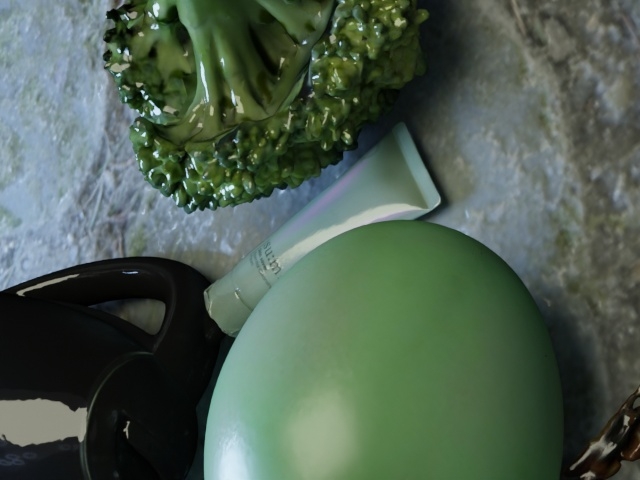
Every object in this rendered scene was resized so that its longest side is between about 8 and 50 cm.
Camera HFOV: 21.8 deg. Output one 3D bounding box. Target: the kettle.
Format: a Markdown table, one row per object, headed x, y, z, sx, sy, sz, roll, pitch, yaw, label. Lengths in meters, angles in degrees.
| x | y | z | sx | sy | sz | roll | pitch | yaw | label |
| --- | --- | --- | --- | --- | --- | --- | --- | --- | --- |
| -0.210 | 0.116 | 1.303 | 0.290 | 0.207 | 0.268 | -2 | 48 | 37 | kettle |

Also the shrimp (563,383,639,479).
| x | y | z | sx | sy | sz | roll | pitch | yaw | label |
| --- | --- | --- | --- | --- | --- | --- | --- | --- | --- |
| 0.234 | 0.040 | 0.989 | 0.262 | 0.066 | 0.117 | -45 | 35 | 6 | shrimp |

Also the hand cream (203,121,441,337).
| x | y | z | sx | sy | sz | roll | pitch | yaw | label |
| --- | --- | --- | --- | --- | --- | --- | --- | --- | --- |
| 0.000 | 0.000 | 1.229 | 0.205 | 0.050 | 0.078 | -38 | 54 | 23 | hand cream |

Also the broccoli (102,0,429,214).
| x | y | z | sx | sy | sz | roll | pitch | yaw | label |
| --- | --- | --- | --- | --- | --- | --- | --- | --- | --- |
| -0.035 | -0.172 | 1.201 | 0.260 | 0.235 | 0.288 | 131 | 132 | -68 | broccoli |

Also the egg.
| x | y | z | sx | sy | sz | roll | pitch | yaw | label |
| --- | --- | --- | --- | --- | --- | --- | --- | --- | --- |
| 0.040 | 0.119 | 1.031 | 0.220 | 0.220 | 0.269 | -6 | 69 | 42 | egg |
